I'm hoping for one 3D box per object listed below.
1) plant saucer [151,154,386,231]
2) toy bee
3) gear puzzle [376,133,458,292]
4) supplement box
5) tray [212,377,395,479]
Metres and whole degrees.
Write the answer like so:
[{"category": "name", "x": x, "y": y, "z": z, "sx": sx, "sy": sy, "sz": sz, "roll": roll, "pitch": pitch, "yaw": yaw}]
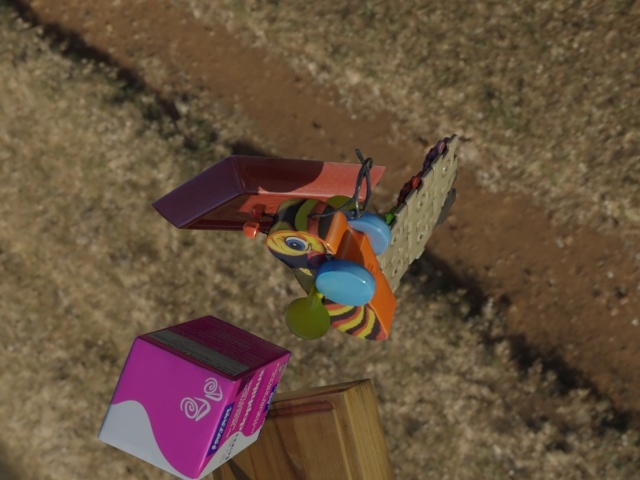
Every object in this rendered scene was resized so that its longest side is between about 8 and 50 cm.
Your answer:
[{"category": "plant saucer", "x": -0.076, "y": -0.058, "z": 1.635, "sx": 0.259, "sy": 0.258, "sz": 0.048, "roll": -22, "pitch": 70, "yaw": 55}, {"category": "toy bee", "x": 0.000, "y": 0.000, "z": 1.326, "sx": 0.162, "sy": 0.195, "sz": 0.298, "roll": 9, "pitch": 124, "yaw": 17}, {"category": "gear puzzle", "x": 0.113, "y": -0.007, "z": 1.724, "sx": 0.044, "sy": 0.339, "sz": 0.175, "roll": 24, "pitch": 148, "yaw": 22}, {"category": "supplement box", "x": -0.123, "y": 0.156, "z": 1.165, "sx": 0.114, "sy": 0.220, "sz": 0.111, "roll": 23, "pitch": 97, "yaw": 12}, {"category": "tray", "x": 0.003, "y": 0.379, "z": 1.293, "sx": 0.202, "sy": 0.076, "sz": 0.411, "roll": -14, "pitch": 89, "yaw": 30}]
